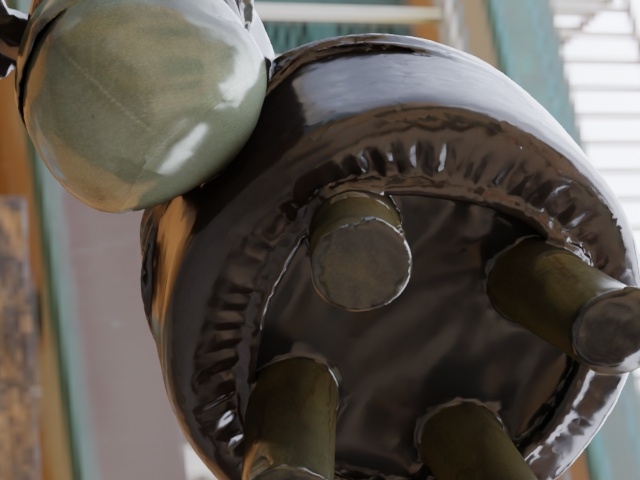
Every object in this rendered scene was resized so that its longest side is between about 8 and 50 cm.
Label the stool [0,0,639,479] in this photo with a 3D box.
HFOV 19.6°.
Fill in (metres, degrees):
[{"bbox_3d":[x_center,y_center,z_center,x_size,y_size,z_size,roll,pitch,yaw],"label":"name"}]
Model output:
[{"bbox_3d":[0.000,0.000,0.466,0.125,0.217,0.121,-43,-161,10],"label":"stool"}]
